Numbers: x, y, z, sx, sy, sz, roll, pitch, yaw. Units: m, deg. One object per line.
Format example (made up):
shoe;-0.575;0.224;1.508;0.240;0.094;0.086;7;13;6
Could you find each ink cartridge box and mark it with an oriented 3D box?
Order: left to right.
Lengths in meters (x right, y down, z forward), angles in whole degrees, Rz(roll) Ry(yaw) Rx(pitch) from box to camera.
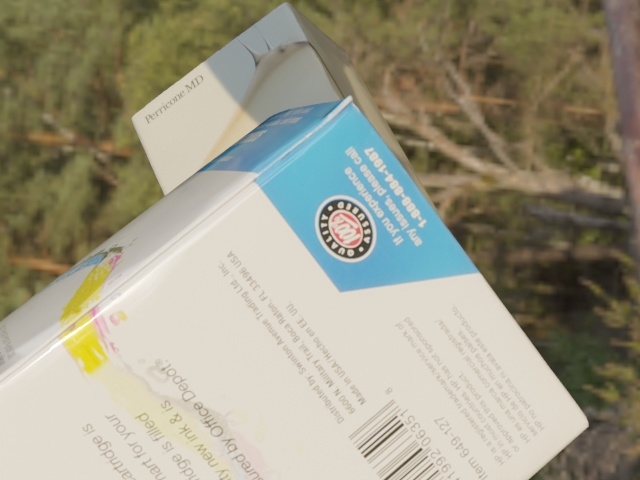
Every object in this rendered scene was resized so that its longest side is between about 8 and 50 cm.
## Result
ink cartridge box;-0.047;0.077;0.603;0.171;0.233;0.168;54;170;-11

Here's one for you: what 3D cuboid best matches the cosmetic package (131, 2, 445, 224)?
cosmetic package;0.000;0.000;0.999;0.160;0.113;0.309;-36;61;13
